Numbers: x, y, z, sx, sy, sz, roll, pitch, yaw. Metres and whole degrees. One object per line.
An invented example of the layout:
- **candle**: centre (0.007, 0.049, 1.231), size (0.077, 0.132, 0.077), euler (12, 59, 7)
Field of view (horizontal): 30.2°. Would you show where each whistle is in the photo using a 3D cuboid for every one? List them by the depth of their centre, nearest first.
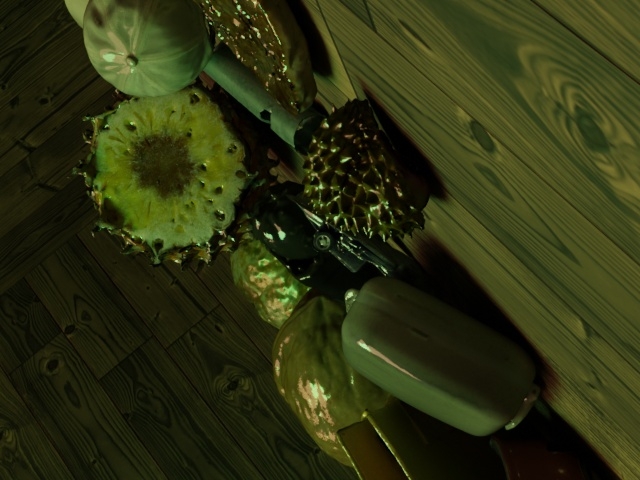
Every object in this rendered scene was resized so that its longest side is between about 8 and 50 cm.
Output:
- **whistle**: centre (-0.080, -0.200, 1.600), size (0.312, 0.062, 0.062), euler (44, 172, 49)

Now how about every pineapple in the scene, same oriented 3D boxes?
- **pineapple**: centre (-0.242, -0.120, 2.060), size (0.352, 0.352, 0.300), euler (50, -179, 0)

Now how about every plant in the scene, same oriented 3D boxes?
- **plant**: centre (0.000, 0.000, 1.900), size (0.256, 0.142, 0.164), euler (40, -178, -40)

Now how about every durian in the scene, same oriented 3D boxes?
- **durian**: centre (0.053, -0.049, 1.254), size (0.108, 0.119, 0.187), euler (50, 175, 43)

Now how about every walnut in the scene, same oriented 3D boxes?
- **walnut**: centre (0.067, 0.224, 2.086), size (0.306, 0.306, 0.344), euler (41, 159, 58)

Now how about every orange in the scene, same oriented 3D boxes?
- **orange**: centre (-0.062, 0.070, 2.493), size (0.369, 0.210, 0.271), euler (51, 163, 10)

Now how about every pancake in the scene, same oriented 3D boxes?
- **pancake**: centre (-0.119, -0.295, 1.300), size (0.356, 0.065, 0.356), euler (48, 173, 8)

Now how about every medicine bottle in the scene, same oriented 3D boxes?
- **medicine bottle**: centre (0.152, 0.165, 1.606), size (0.282, 0.123, 0.375), euler (27, 170, 8)

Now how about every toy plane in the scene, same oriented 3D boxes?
- **toy plane**: centre (0.067, 0.017, 1.721), size (0.267, 0.088, 0.212), euler (47, -163, 6)

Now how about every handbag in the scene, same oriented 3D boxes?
- **handbag**: centre (0.204, 0.352, 1.849), size (0.283, 0.133, 0.401), euler (58, -152, 13)

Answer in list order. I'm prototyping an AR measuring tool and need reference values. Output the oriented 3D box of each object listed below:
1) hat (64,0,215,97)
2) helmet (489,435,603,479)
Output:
- **hat**: centre (-0.272, -0.309, 1.649), size (0.275, 0.161, 0.232), euler (32, 135, 36)
- **helmet**: centre (0.333, 0.370, 1.649), size (0.253, 0.154, 0.198), euler (76, -177, -46)
